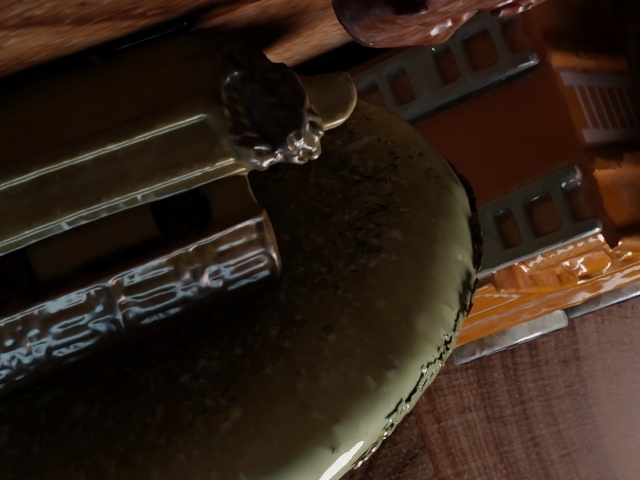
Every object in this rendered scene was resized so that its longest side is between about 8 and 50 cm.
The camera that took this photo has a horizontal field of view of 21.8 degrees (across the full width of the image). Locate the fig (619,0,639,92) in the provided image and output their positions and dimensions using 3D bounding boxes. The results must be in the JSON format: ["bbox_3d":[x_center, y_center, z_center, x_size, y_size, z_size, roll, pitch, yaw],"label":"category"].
[{"bbox_3d":[0.168,-0.082,0.583,0.170,0.145,0.274,-44,-151,-7],"label":"fig"}]

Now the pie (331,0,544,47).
[{"bbox_3d":[0.070,-0.089,0.408,0.153,0.038,0.153,-23,179,0],"label":"pie"}]

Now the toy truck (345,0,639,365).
[{"bbox_3d":[0.000,0.000,0.865,0.387,0.173,0.207,-24,173,28],"label":"toy truck"}]

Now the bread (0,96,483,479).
[{"bbox_3d":[-0.071,0.026,0.586,0.267,0.040,0.267,-17,-145,12],"label":"bread"}]

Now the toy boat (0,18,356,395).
[{"bbox_3d":[-0.094,0.001,0.500,0.226,0.088,0.068,-22,-178,-12],"label":"toy boat"}]
